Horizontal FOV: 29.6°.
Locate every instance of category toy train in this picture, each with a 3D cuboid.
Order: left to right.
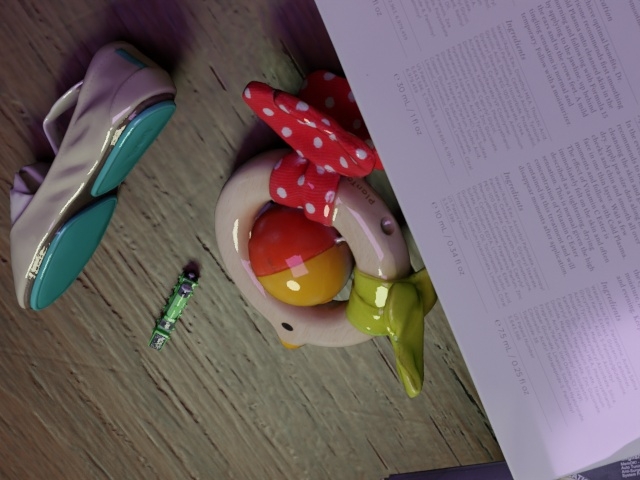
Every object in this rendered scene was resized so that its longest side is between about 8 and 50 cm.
[{"bbox_3d":[-0.124,0.060,1.011,0.017,0.024,0.083,26,126,-7],"label":"toy train"}]

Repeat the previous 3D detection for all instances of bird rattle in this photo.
[{"bbox_3d":[0.000,0.000,0.888,0.207,0.143,0.253,-19,117,41],"label":"bird rattle"}]

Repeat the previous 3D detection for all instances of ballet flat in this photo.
[{"bbox_3d":[-0.189,-0.050,0.926,0.086,0.086,0.248,31,123,-10],"label":"ballet flat"}]

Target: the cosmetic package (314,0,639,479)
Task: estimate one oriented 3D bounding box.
[{"bbox_3d":[0.184,-0.074,0.716,0.284,0.097,0.377,-23,89,27],"label":"cosmetic package"}]

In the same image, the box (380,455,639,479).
[{"bbox_3d":[0.283,0.222,0.895,0.395,0.097,0.318,-13,156,23],"label":"box"}]
